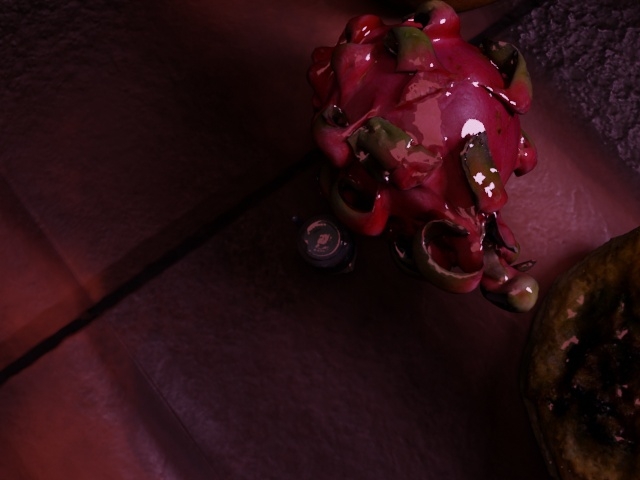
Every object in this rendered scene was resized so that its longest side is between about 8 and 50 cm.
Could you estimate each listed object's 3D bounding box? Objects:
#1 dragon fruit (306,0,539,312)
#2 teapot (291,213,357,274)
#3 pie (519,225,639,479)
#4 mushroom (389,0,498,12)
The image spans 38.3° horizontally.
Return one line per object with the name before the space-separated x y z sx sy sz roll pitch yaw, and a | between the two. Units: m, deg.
dragon fruit | 0.088 -0.072 0.816 0.198 0.218 0.272 -7 76 42
teapot | 0.000 0.004 0.846 0.064 0.083 0.049 10 80 10
pie | 0.307 0.112 0.763 0.323 0.070 0.323 -14 60 27
mushroom | 0.149 -0.362 0.873 0.267 0.267 0.254 12 51 3
